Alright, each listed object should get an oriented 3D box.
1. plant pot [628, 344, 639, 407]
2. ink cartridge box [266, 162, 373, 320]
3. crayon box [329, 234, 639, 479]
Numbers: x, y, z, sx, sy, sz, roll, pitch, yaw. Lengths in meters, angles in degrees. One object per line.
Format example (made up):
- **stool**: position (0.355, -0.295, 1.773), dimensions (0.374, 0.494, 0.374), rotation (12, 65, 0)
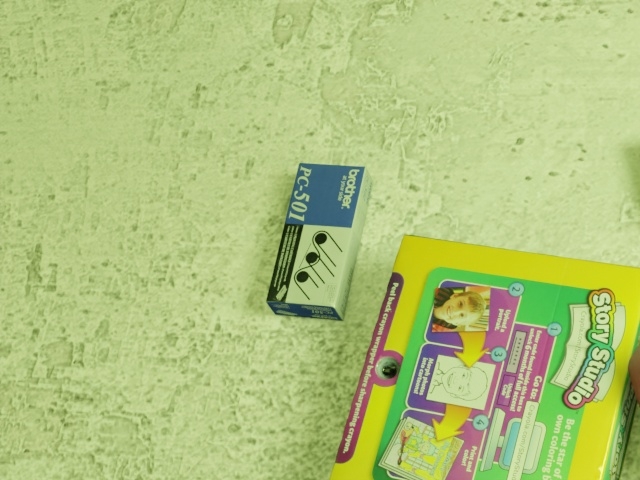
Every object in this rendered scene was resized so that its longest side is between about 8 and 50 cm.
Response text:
- **plant pot**: position (0.458, 0.190, 1.700), dimensions (0.201, 0.201, 0.180), rotation (-19, 59, 9)
- **ink cartridge box**: position (0.000, 0.000, 2.052), dimensions (0.097, 0.046, 0.207), rotation (4, 65, 20)
- **crayon box**: position (0.207, 0.191, 1.844), dimensions (0.313, 0.106, 0.362), rotation (9, 67, 22)
